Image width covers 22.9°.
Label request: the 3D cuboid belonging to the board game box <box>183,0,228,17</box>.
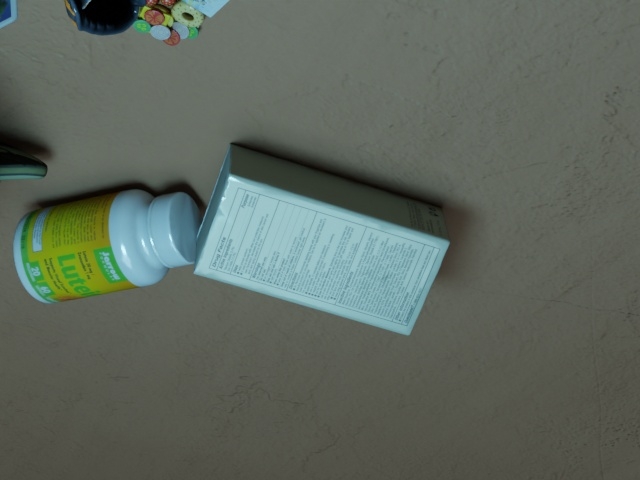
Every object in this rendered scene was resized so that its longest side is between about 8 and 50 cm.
[{"bbox_3d":[-0.124,-0.331,1.820,0.103,0.026,0.154,28,139,-25],"label":"board game box"}]

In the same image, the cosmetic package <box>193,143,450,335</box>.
[{"bbox_3d":[0.000,0.000,2.117,0.310,0.113,0.160,18,115,-10],"label":"cosmetic package"}]

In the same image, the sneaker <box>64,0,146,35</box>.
[{"bbox_3d":[-0.261,-0.348,1.677,0.125,0.180,0.321,-29,142,2],"label":"sneaker"}]

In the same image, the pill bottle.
[{"bbox_3d":[-0.291,0.004,2.201,0.246,0.136,0.136,-11,139,24],"label":"pill bottle"}]

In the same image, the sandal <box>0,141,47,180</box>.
[{"bbox_3d":[-0.503,-0.068,2.073,0.120,0.303,0.086,31,128,41],"label":"sandal"}]

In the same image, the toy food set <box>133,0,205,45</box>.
[{"bbox_3d":[-0.185,-0.270,1.916,0.083,0.020,0.082,19,142,-14],"label":"toy food set"}]

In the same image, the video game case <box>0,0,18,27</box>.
[{"bbox_3d":[-0.468,-0.295,1.699,0.036,0.329,0.300,36,142,25],"label":"video game case"}]
